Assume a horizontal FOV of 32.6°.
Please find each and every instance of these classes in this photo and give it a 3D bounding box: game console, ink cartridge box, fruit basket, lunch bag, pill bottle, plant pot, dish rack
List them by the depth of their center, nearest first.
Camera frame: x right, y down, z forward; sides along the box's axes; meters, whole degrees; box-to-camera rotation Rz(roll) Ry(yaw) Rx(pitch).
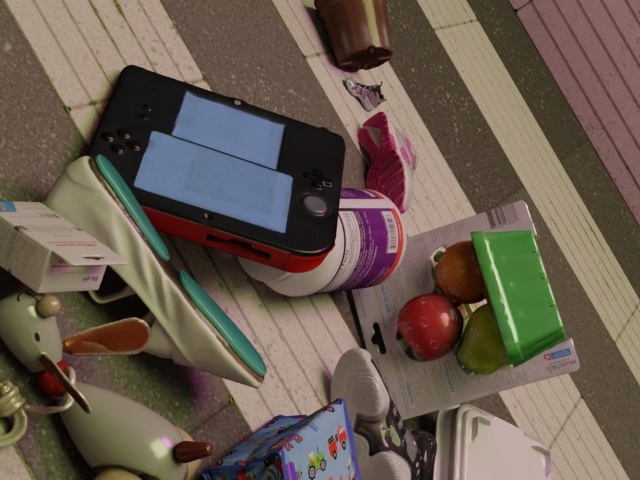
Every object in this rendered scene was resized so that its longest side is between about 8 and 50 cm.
[{"bbox_3d":[-0.338,0.015,1.360,0.180,0.060,0.104,30,16,30],"label":"ink cartridge box"},{"bbox_3d":[-0.011,0.407,1.559,0.221,0.138,0.293,-25,94,-63],"label":"lunch bag"},{"bbox_3d":[-0.153,-0.120,1.686,0.387,0.060,0.342,18,43,-9],"label":"game console"},{"bbox_3d":[0.000,0.000,1.859,0.323,0.182,0.181,-3,66,-57],"label":"pill bottle"},{"bbox_3d":[0.247,0.130,1.964,0.165,0.353,0.327,36,36,-64],"label":"fruit basket"},{"bbox_3d":[0.325,0.466,1.970,0.286,0.072,0.332,29,49,-26],"label":"dish rack"},{"bbox_3d":[0.085,-0.475,2.440,0.167,0.167,0.165,7,66,-54],"label":"plant pot"}]

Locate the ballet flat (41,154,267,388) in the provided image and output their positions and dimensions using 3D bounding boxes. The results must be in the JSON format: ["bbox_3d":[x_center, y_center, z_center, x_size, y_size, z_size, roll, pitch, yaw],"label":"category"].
[{"bbox_3d":[-0.236,0.068,1.505,0.400,0.139,0.139,53,30,-12],"label":"ballet flat"}]

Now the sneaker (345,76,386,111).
[{"bbox_3d":[0.107,-0.338,2.430,0.098,0.069,0.038,42,34,-28],"label":"sneaker"}]

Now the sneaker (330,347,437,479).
[{"bbox_3d":[0.109,0.311,1.839,0.153,0.101,0.268,5,66,-56],"label":"sneaker"}]

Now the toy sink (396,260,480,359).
[{"bbox_3d":[0.211,0.110,2.131,0.153,0.131,0.234,-18,79,-60],"label":"toy sink"}]

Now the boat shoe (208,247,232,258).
[{"bbox_3d":[-0.176,-0.027,1.756,0.125,0.046,0.038,50,35,0],"label":"boat shoe"}]

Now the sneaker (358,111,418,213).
[{"bbox_3d":[0.161,-0.154,2.318,0.111,0.103,0.252,29,43,-40],"label":"sneaker"}]

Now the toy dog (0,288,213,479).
[{"bbox_3d":[-0.251,0.197,1.325,0.334,0.161,0.220,44,33,-25],"label":"toy dog"}]
